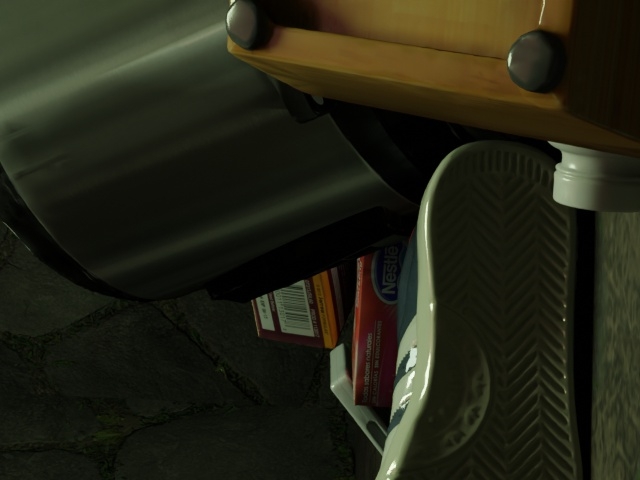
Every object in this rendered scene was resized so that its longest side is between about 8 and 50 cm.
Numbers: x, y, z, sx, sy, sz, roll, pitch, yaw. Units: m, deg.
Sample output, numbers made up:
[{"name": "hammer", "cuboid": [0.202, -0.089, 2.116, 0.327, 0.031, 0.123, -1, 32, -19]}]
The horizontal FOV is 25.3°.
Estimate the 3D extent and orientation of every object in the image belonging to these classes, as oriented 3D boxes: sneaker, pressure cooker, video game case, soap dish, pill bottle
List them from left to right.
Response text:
[{"name": "pressure cooker", "cuboid": [-0.028, -0.170, 1.044, 0.375, 0.421, 0.369, 36, -139, -53]}, {"name": "video game case", "cuboid": [0.074, 0.200, 1.444, 0.193, 0.023, 0.212, 53, -177, -3]}, {"name": "sneaker", "cuboid": [0.100, 0.119, 0.909, 0.148, 0.131, 0.350, 84, -164, -79]}, {"name": "soap dish", "cuboid": [0.068, -0.187, 0.592, 0.118, 0.229, 0.290, -10, -71, -46]}, {"name": "pill bottle", "cuboid": [0.139, -0.074, 0.672, 0.065, 0.065, 0.116, -91, 3, -78]}]

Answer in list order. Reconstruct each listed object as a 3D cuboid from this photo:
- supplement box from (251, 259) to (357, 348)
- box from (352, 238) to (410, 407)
[{"name": "supplement box", "cuboid": [0.000, 0.000, 1.382, 0.188, 0.081, 0.104, -64, -26, -44]}, {"name": "box", "cuboid": [0.095, 0.016, 1.301, 0.128, 0.123, 0.256, -87, 0, -76]}]
